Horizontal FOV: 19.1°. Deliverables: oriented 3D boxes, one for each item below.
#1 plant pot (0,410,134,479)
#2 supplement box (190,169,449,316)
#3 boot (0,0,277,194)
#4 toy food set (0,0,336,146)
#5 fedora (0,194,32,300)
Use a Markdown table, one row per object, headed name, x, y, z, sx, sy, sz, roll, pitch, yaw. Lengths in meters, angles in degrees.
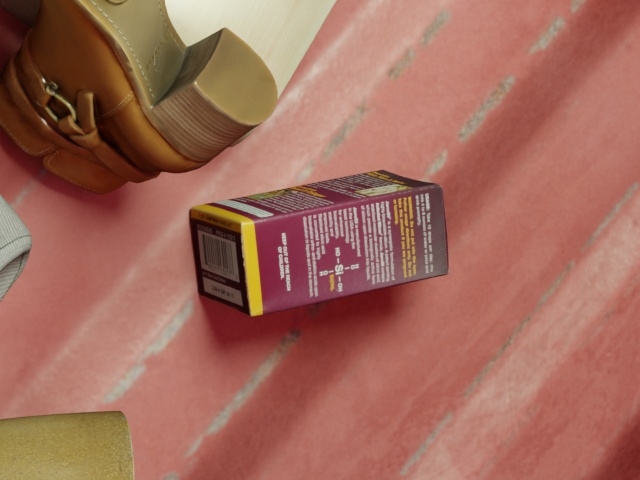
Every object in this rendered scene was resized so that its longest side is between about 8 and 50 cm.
| name | x | y | z | sx | sy | sz | roll | pitch | yaw |
| --- | --- | --- | --- | --- | --- | --- | --- | --- | --- |
| plant pot | -0.283 | 0.236 | 1.417 | 0.254 | 0.237 | 0.237 | 6 | 96 | -15 |
| supplement box | 0.000 | 0.000 | 1.578 | 0.188 | 0.104 | 0.080 | -11 | 104 | -26 |
| boot | -0.185 | -0.156 | 1.405 | 0.283 | 0.220 | 0.109 | 43 | 54 | -22 |
| toy food set | -0.083 | -0.258 | 1.514 | 0.220 | 0.092 | 0.306 | 32 | 81 | -17 |
| fedora | -0.297 | 0.023 | 1.331 | 0.124 | 0.243 | 0.275 | 41 | 49 | 6 |
